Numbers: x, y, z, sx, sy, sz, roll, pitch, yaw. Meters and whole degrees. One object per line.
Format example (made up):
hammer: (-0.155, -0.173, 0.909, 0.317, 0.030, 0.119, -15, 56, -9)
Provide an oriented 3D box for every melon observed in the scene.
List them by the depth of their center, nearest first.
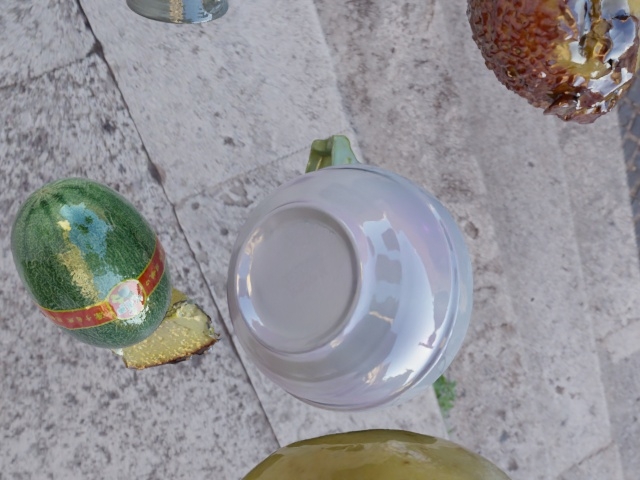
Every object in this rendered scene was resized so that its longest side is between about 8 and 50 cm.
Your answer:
melon: (-0.296, 0.042, 0.987, 0.182, 0.182, 0.287, -29, 138, -7)

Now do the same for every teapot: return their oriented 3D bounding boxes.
teapot: (-0.228, -0.438, 1.133, 0.162, 0.239, 0.149, -38, 148, -41)

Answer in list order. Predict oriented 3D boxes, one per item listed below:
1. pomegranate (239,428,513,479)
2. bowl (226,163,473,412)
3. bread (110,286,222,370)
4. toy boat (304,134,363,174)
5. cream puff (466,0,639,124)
pomegranate: (0.050, 0.301, 0.523, 0.332, 0.332, 0.332, -7, 112, -17)
bowl: (0.010, 0.047, 0.805, 0.287, 0.287, 0.144, -60, 151, 9)
bread: (-0.273, 0.160, 1.314, 0.169, 0.160, 0.140, -54, 138, -32)
toy boat: (0.005, 0.003, 0.973, 0.084, 0.111, 0.276, 15, 86, -24)
cream puff: (0.303, -0.321, 0.932, 0.229, 0.350, 0.350, 5, 115, 25)
